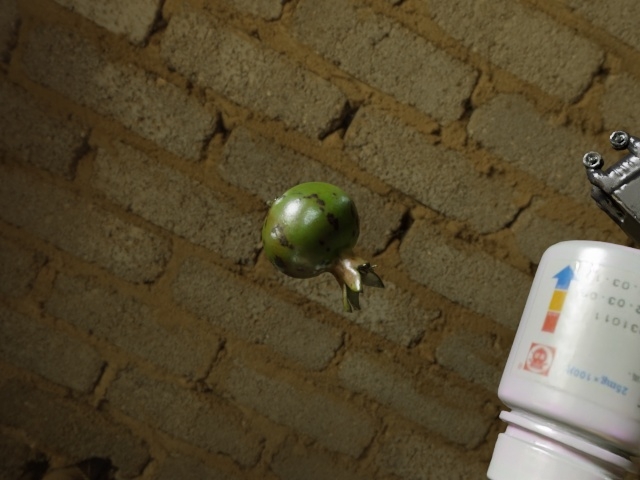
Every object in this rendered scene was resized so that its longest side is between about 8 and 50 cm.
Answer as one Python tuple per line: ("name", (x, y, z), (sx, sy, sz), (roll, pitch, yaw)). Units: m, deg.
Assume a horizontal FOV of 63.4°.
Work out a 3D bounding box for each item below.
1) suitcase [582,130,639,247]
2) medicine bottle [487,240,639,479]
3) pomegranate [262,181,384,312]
("suitcase", (0.713, -0.014, 0.978), (0.283, 0.194, 0.434), (16, 39, -53))
("medicine bottle", (0.302, 0.159, 0.595), (0.170, 0.293, 0.170), (23, -12, 5))
("pomegranate", (0.001, 0.012, 0.789), (0.220, 0.156, 0.156), (60, 15, 2))
